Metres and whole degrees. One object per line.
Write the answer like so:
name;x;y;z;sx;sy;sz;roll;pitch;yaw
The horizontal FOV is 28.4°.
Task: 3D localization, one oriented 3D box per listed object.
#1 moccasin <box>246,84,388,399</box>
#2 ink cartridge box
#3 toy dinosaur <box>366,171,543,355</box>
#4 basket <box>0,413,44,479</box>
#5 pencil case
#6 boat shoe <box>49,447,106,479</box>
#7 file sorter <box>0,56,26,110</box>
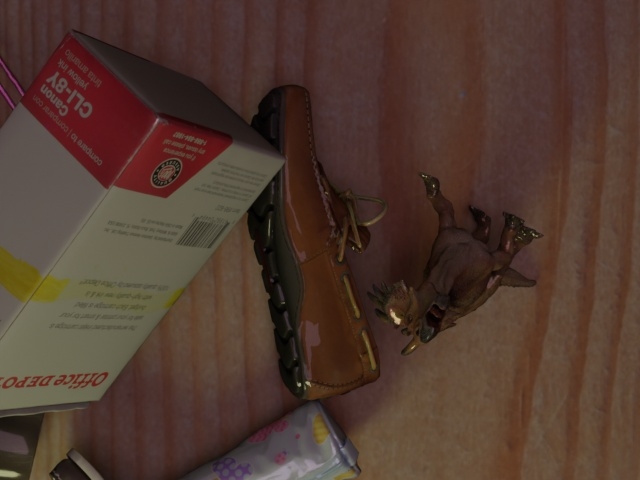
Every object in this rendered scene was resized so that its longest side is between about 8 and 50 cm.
moccasin;0.001;0.000;1.524;0.147;0.139;0.380;-13;93;-19
ink cartridge box;-0.258;-0.005;1.376;0.160;0.279;0.385;42;102;21
toy dinosaur;0.158;0.050;1.512;0.127;0.295;0.200;25;89;28
basket;-0.446;0.219;1.491;0.227;0.154;0.204;14;95;-11
pencil case;-0.086;0.302;1.546;0.273;0.124;0.113;-31;98;-3
boat shoe;-0.242;0.407;1.530;0.096;0.116;0.324;-33;94;-15
file sorter;-0.460;-0.094;1.435;0.290;0.202;0.182;-33;101;-2
